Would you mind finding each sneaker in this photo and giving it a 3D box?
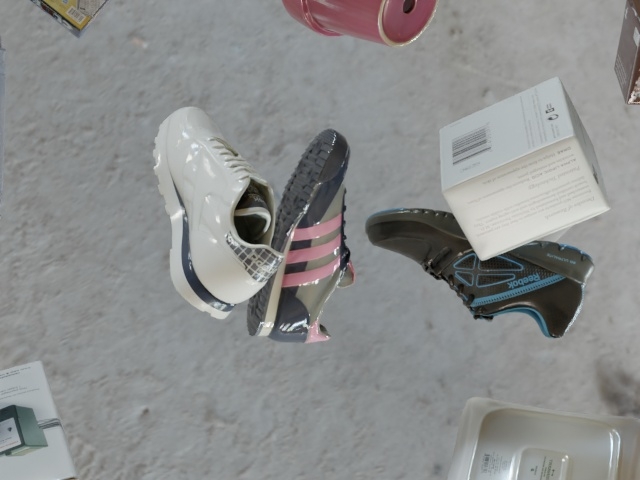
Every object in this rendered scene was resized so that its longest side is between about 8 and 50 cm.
[{"bbox_3d":[-0.087,-0.043,0.972,0.090,0.095,0.235,22,39,-42],"label":"sneaker"},{"bbox_3d":[0.000,0.000,1.513,0.131,0.319,0.112,15,18,-20],"label":"sneaker"},{"bbox_3d":[0.221,0.042,1.564,0.125,0.341,0.139,28,78,-78],"label":"sneaker"}]

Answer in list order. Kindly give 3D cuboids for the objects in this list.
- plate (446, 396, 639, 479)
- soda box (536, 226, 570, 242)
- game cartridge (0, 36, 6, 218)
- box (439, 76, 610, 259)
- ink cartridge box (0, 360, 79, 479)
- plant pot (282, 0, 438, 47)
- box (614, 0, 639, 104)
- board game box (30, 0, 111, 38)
[{"bbox_3d":[0.315,0.337,1.511,0.045,0.278,0.277,77,26,-43],"label":"plate"},{"bbox_3d":[0.350,-0.019,1.771,0.216,0.074,0.069,-40,102,-12],"label":"soda box"},{"bbox_3d":[-0.524,-0.157,1.488,0.196,0.060,0.294,2,90,-69],"label":"game cartridge"},{"bbox_3d":[0.259,-0.095,1.382,0.119,0.182,0.181,57,21,-26],"label":"box"},{"bbox_3d":[-0.365,0.319,1.340,0.122,0.289,0.211,-15,117,-17],"label":"ink cartridge box"},{"bbox_3d":[0.070,-0.380,1.577,0.201,0.201,0.180,-11,37,-43],"label":"plant pot"},{"bbox_3d":[0.705,-0.371,2.101,0.203,0.167,0.168,3,35,4],"label":"box"},{"bbox_3d":[-0.357,-0.401,1.371,0.243,0.042,0.165,39,76,-10],"label":"board game box"}]
